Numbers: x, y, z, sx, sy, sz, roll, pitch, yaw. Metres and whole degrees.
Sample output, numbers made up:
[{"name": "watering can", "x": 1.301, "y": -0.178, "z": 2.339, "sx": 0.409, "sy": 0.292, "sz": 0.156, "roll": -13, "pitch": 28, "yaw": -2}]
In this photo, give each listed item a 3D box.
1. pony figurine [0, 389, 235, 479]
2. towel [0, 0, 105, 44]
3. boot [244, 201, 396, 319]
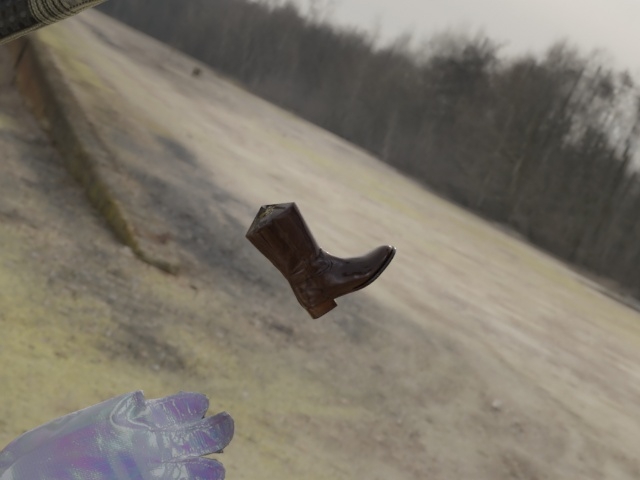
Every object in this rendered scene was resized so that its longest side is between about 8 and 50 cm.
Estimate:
[{"name": "pony figurine", "x": -0.170, "y": 0.247, "z": 0.675, "sx": 0.351, "sy": 0.302, "sz": 0.363, "roll": -9, "pitch": -12, "yaw": -25}, {"name": "towel", "x": -0.328, "y": -0.359, "z": 1.228, "sx": 0.312, "sy": 0.324, "sz": 0.056, "roll": -12, "pitch": -22, "yaw": 32}, {"name": "boot", "x": 0.000, "y": 0.000, "z": 1.026, "sx": 0.114, "sy": 0.106, "sz": 0.037, "roll": 54, "pitch": -7, "yaw": -15}]
